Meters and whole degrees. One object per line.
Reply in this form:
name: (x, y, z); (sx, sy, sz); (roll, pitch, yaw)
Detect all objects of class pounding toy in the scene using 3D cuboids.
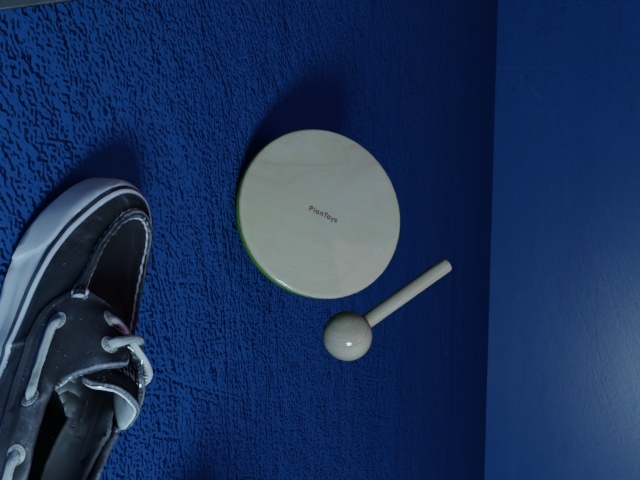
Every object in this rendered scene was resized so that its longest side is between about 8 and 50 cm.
pounding toy: (0.000, 0.000, 0.850); (0.183, 0.110, 0.237); (-41, 96, -24)

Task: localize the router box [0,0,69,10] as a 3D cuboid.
router box: (-0.028, -0.223, 0.508); (0.243, 0.309, 0.081); (-47, 134, -57)

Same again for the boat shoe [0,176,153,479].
boat shoe: (-0.157, 0.085, 0.488); (0.108, 0.102, 0.301); (67, 33, -47)
